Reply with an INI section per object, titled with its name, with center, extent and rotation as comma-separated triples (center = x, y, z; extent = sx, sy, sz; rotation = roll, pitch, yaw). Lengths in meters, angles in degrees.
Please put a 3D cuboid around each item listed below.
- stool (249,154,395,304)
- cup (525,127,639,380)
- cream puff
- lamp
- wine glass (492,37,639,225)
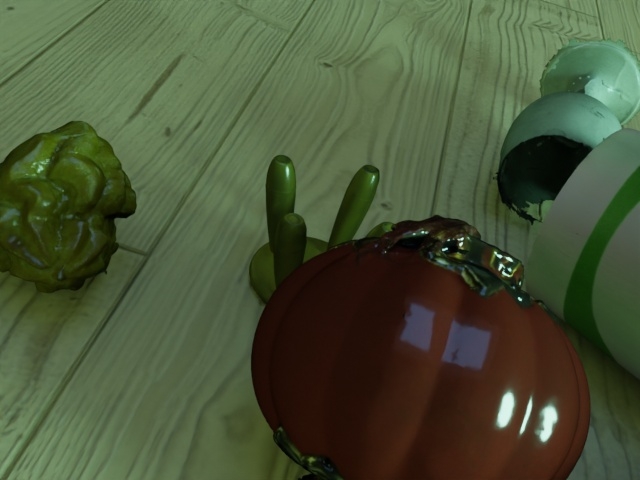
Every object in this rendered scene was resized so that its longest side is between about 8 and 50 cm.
[stool]
center = 0.000, 0.000, 0.676
extent = 0.134, 0.110, 0.135
rotation = 33, 40, 21
[cup]
center = 0.342, 0.042, 0.661
extent = 0.253, 0.253, 0.274
rotation = -24, 45, -39
[cream puff]
center = -0.207, -0.018, 0.622
extent = 0.116, 0.146, 0.146
rotation = 48, 44, 5
[lamp]
center = 0.067, 0.087, 0.513
extent = 0.227, 0.226, 0.227
rotation = 10, 39, -8
[wine glass]
center = 0.305, -0.136, 0.927
extent = 0.143, 0.143, 0.321
rotation = 27, 41, 13
